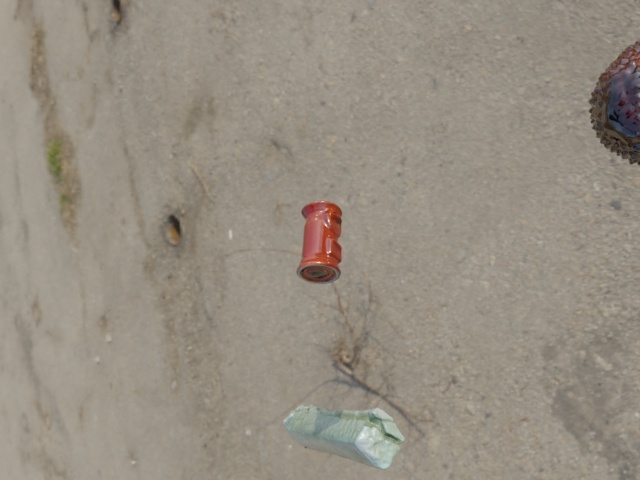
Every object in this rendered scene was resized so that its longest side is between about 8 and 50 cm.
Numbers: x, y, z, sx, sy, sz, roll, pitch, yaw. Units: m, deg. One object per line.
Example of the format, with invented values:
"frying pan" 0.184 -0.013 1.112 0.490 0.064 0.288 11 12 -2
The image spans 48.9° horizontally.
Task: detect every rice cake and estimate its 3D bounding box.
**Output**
"rice cake" 0.020 0.284 1.042 0.066 0.063 0.336 46 156 -7

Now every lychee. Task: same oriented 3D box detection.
"lychee" 0.305 -0.125 0.634 0.129 0.123 0.123 -138 49 -82

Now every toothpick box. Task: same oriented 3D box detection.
"toothpick box" 0.000 0.000 0.751 0.047 0.047 0.083 -34 43 46
